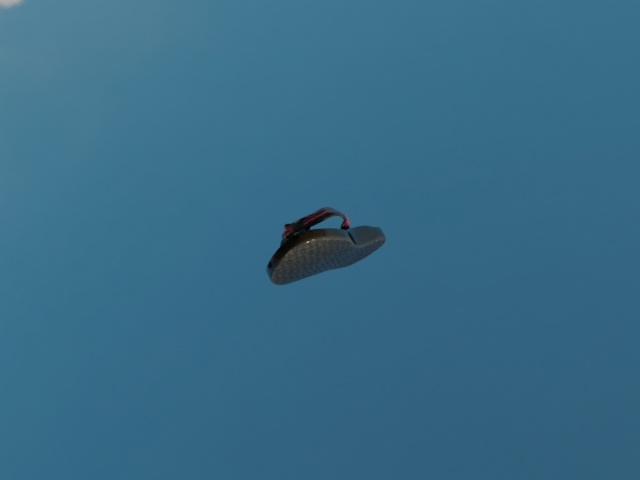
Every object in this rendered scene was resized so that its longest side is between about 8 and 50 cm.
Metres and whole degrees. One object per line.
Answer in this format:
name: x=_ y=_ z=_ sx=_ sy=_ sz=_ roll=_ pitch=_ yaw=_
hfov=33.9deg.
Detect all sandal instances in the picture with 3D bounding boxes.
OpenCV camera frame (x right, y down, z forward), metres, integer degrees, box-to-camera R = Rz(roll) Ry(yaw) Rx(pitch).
sandal: x=0.000 y=0.000 z=0.824 sx=0.067 sy=0.179 sz=0.040 roll=-32 pitch=-99 yaw=18
